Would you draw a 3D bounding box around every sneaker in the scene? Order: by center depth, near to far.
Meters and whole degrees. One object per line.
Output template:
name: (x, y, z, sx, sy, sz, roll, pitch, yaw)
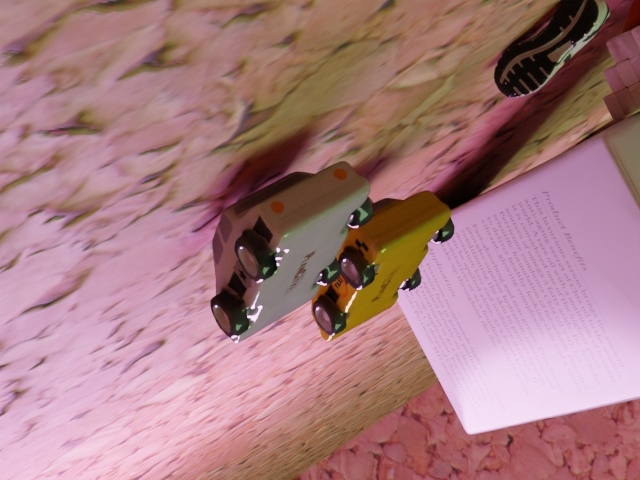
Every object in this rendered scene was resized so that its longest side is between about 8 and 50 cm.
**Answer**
sneaker: (0.179, -0.147, 1.129, 0.109, 0.040, 0.044, -39, 169, 33)

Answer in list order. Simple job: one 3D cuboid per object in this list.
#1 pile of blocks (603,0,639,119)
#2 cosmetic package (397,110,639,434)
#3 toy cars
pile of blocks: (0.383, -0.227, 1.204, 0.362, 0.112, 0.149, -25, -178, 3)
cosmetic package: (0.252, 0.030, 1.423, 0.161, 0.230, 0.453, -27, 180, -26)
toy cars: (0.000, 0.000, 1.176, 0.176, 0.087, 0.394, -40, 164, 13)
